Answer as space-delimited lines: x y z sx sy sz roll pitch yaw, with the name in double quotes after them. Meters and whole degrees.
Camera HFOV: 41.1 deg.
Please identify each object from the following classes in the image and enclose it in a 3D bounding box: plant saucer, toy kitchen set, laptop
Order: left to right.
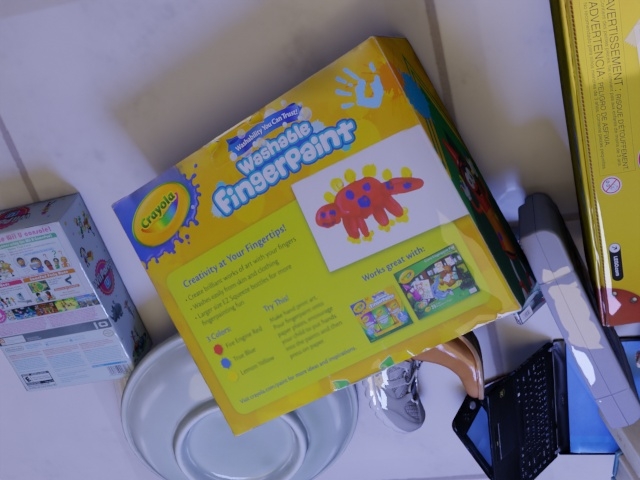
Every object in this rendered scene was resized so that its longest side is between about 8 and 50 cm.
-0.131 0.315 1.410 0.400 0.100 0.401 -2 123 -4 "plant saucer"
0.393 0.287 1.320 0.136 0.264 0.234 18 127 45 "laptop"
0.530 0.311 1.318 0.166 0.122 0.207 -20 139 -4 "toy kitchen set"

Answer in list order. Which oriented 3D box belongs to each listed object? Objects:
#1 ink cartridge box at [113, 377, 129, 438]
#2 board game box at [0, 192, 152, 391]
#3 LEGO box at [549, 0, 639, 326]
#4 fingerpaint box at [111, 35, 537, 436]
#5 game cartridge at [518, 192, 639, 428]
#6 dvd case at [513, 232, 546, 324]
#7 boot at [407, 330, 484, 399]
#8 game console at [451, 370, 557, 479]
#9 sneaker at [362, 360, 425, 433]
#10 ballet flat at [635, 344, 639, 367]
-0.243 0.285 1.503 0.224 0.056 0.181 6 122 12 "ink cartridge box"
-0.439 0.093 1.394 0.224 0.097 0.303 -11 120 16 "board game box"
0.472 -0.175 0.971 0.372 0.193 0.500 -9 117 13 "LEGO box"
0.000 0.000 1.149 0.444 0.163 0.371 -29 89 25 "fingerpaint box"
0.350 0.093 1.151 0.062 0.198 0.297 -25 103 15 "game cartridge"
0.297 0.051 1.243 0.087 0.013 0.119 -39 114 -20 "dvd case"
0.154 0.160 1.260 0.152 0.073 0.197 -18 102 12 "boot"
0.301 0.304 1.391 0.085 0.124 0.144 -12 121 48 "game console"
0.122 0.187 1.338 0.115 0.105 0.281 -14 117 19 "sneaker"
0.549 0.101 1.231 0.241 0.091 0.077 -36 79 23 "ballet flat"
